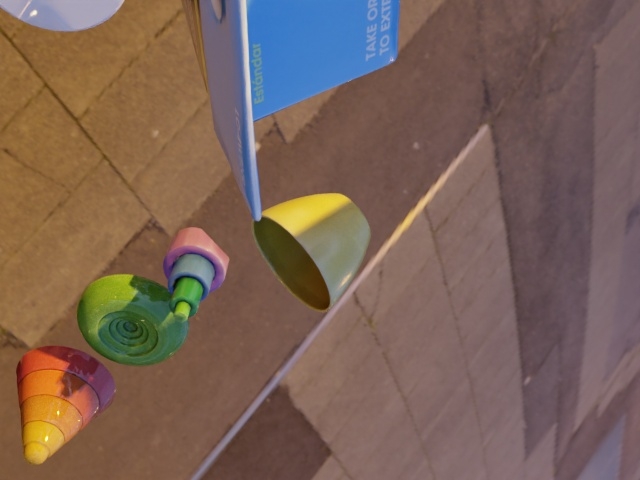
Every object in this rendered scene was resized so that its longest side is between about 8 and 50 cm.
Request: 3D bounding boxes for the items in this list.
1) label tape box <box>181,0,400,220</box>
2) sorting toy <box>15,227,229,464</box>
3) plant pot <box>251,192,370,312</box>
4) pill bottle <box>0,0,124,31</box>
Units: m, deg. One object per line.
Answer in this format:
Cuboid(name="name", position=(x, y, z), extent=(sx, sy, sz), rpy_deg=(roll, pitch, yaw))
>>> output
Cuboid(name="label tape box", position=(-0.022, -0.214, 0.424), extent=(0.115, 0.347, 0.249), rpy_deg=(-10, 131, -11))
Cuboid(name="sorting toy", position=(-0.230, 0.135, 0.969), extent=(0.365, 0.127, 0.126), rpy_deg=(-41, -157, 30))
Cuboid(name="plant pot", position=(0.000, 0.000, 1.018), extent=(0.095, 0.134, 0.134), rpy_deg=(-38, 145, -23))
Cuboid(name="pill bottle", position=(-0.274, -0.419, 1.038), extent=(0.210, 0.210, 0.363), rpy_deg=(81, 9, -49))
